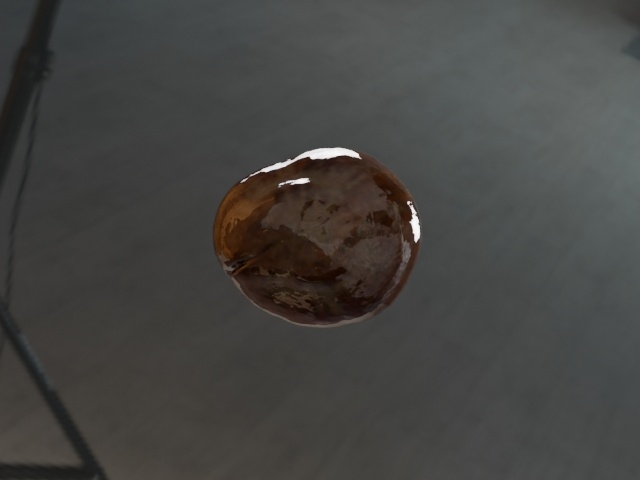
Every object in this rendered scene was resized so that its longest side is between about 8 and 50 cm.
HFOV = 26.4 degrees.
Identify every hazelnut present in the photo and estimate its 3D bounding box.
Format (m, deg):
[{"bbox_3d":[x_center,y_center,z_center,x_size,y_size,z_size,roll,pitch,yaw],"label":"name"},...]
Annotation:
[{"bbox_3d":[0.000,0.000,0.559,0.086,0.086,0.086,19,24,-9],"label":"hazelnut"}]
